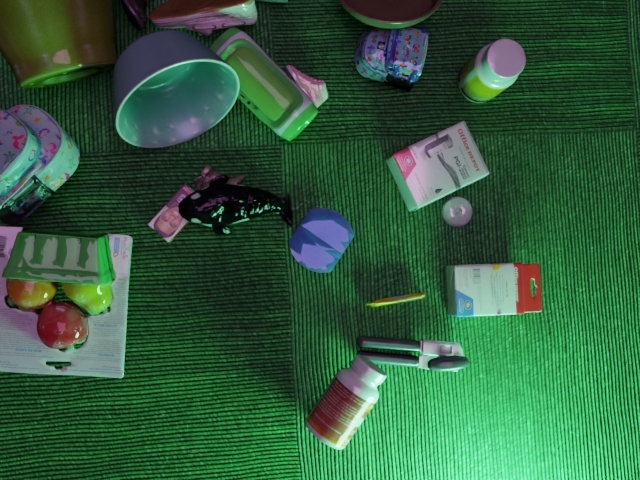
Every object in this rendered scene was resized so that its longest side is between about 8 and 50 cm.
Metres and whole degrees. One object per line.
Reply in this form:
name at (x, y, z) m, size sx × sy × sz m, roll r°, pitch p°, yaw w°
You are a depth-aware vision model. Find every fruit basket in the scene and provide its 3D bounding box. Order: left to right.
fruit basket at (-0.625, 0.148, 1.697) m, size 0.327 × 0.165 × 0.353 m, roll 4°, pitch 102°, yaw -6°

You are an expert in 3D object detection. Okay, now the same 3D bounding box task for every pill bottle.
pill bottle at (0.067, 0.395, 1.744) m, size 0.121 × 0.121 × 0.216 m, roll 34°, pitch 94°, yaw -4°
pill bottle at (0.438, -0.435, 1.813) m, size 0.119 × 0.208 × 0.119 m, roll 0°, pitch 87°, yaw -7°

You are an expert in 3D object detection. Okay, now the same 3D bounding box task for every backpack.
backpack at (-0.712, -0.195, 1.664) m, size 0.253 × 0.191 × 0.225 m, roll -42°, pitch 65°, yaw -14°
backpack at (0.181, -0.488, 1.833) m, size 0.173 × 0.117 × 0.158 m, roll 16°, pitch 84°, yaw -3°

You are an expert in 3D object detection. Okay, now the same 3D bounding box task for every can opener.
can opener at (0.235, 0.289, 1.800) m, size 0.283 × 0.095 × 0.076 m, roll 6°, pitch 85°, yaw -7°

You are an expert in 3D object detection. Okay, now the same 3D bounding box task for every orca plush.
orca plush at (-0.198, -0.070, 1.743) m, size 0.287 × 0.102 × 0.151 m, roll 13°, pitch 100°, yaw -22°

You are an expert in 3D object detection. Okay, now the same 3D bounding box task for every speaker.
speaker at (-0.147, -0.392, 1.781) m, size 0.296 × 0.131 × 0.131 m, roll 45°, pitch 83°, yaw -3°

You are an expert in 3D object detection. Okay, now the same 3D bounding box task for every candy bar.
candy bar at (0.196, 0.154, 1.832) m, size 0.161 × 0.040 × 0.018 m, roll -10°, pitch 78°, yaw -8°

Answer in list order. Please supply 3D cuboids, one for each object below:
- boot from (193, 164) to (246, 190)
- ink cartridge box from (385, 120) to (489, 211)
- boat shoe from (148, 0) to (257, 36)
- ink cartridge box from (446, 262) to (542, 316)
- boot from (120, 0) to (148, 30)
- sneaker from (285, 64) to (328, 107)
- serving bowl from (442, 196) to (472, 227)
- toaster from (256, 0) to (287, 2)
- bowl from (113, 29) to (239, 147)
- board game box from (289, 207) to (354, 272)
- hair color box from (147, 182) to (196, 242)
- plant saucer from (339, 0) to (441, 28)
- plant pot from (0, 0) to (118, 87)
boot at (-0.260, -0.156, 1.795) m, size 0.118 × 0.042 × 0.087 m, roll -40°, pitch 90°, yaw -8°
ink cartridge box at (0.304, -0.193, 1.842) m, size 0.217 × 0.092 × 0.159 m, roll -26°, pitch 90°, yaw -10°
boat shoe at (-0.294, -0.560, 1.787) m, size 0.277 × 0.096 × 0.098 m, roll -3°, pitch 50°, yaw 11°
ink cartridge box at (0.452, 0.127, 1.846) m, size 0.231 × 0.078 × 0.134 m, roll -1°, pitch 87°, yaw -7°
boot at (-0.401, -0.664, 1.768) m, size 0.229 × 0.091 × 0.263 m, roll -20°, pitch 72°, yaw -9°
sneaker at (-0.032, -0.409, 1.835) m, size 0.070 × 0.051 × 0.134 m, roll -36°, pitch 95°, yaw -9°
serving bowl at (0.366, -0.077, 1.873) m, size 0.083 × 0.027 × 0.083 m, roll 0°, pitch 87°, yaw -6°
toaster at (-0.164, -0.708, 1.806) m, size 0.185 × 0.110 × 0.168 m, roll 2°, pitch 85°, yaw -7°
bowl at (-0.369, -0.380, 1.691) m, size 0.311 × 0.311 × 0.163 m, roll -27°, pitch 71°, yaw -8°
board game box at (0.000, 0.000, 1.823) m, size 0.133 × 0.033 × 0.169 m, roll 33°, pitch 78°, yaw 1°
hair color box at (-0.359, -0.068, 1.776) m, size 0.072 × 0.043 × 0.141 m, roll 41°, pitch 83°, yaw -5°
plant saucer at (0.175, -0.635, 1.820) m, size 0.277 × 0.041 × 0.278 m, roll 1°, pitch 55°, yaw -2°
plant pot at (-0.637, -0.552, 1.644) m, size 0.366 × 0.366 × 0.353 m, roll -16°, pitch 101°, yaw -8°
